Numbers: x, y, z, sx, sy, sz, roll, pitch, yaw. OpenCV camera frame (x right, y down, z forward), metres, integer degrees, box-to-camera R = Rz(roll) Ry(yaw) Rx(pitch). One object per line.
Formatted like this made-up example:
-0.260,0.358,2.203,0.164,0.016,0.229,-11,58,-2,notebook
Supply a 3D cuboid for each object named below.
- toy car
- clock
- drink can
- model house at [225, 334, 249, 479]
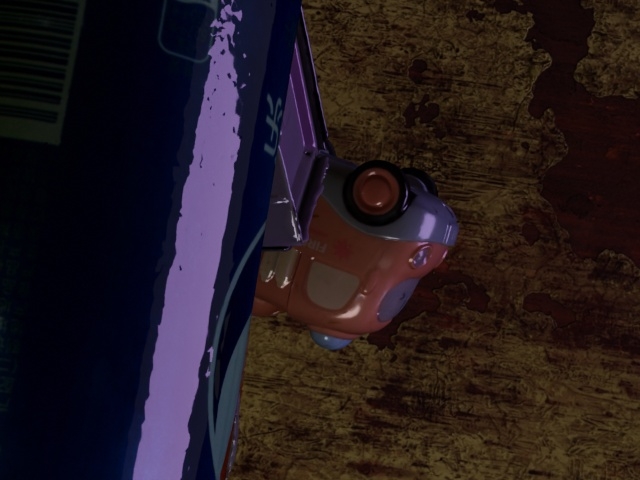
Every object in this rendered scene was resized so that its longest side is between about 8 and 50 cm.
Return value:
0.000,0.000,1.509,0.180,0.271,0.212,1,109,-75,toy car
-0.051,-0.103,1.016,0.144,0.073,0.193,-74,157,-54,clock
-0.074,0.003,0.388,0.118,0.118,0.204,97,3,-81,drink can
-0.092,0.071,0.782,0.100,0.101,0.087,-85,-178,-54,model house
